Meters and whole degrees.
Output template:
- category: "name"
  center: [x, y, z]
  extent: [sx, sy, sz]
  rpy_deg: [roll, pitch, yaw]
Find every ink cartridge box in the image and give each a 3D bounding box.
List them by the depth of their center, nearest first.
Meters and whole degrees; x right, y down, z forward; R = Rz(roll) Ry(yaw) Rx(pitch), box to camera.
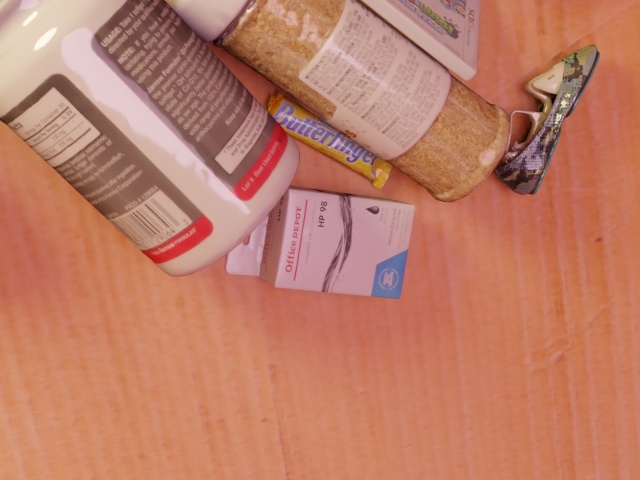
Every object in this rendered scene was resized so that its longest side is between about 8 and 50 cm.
- category: "ink cartridge box"
  center: [0.000, 0.000, 1.021]
  extent: [0.180, 0.060, 0.104]
  rpy_deg: [6, 97, -21]

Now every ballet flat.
- category: "ballet flat"
  center: [0.249, -0.144, 1.094]
  extent: [0.070, 0.070, 0.188]
  rpy_deg: [27, 85, -22]

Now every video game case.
- category: "video game case"
  center: [0.100, -0.251, 0.993]
  extent: [0.157, 0.019, 0.143]
  rpy_deg: [33, 43, -22]

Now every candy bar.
- category: "candy bar"
  center: [0.009, -0.106, 1.031]
  extent: [0.162, 0.018, 0.040]
  rpy_deg: [27, 88, -23]

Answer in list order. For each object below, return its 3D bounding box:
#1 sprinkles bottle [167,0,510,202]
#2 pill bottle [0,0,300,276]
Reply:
- category: "sprinkles bottle"
  center: [0.025, -0.174, 0.970]
  extent: [0.355, 0.121, 0.121]
  rpy_deg: [32, 87, -22]
- category: "pill bottle"
  center: [-0.182, -0.132, 0.869]
  extent: [0.176, 0.176, 0.318]
  rpy_deg: [-47, 111, -8]
